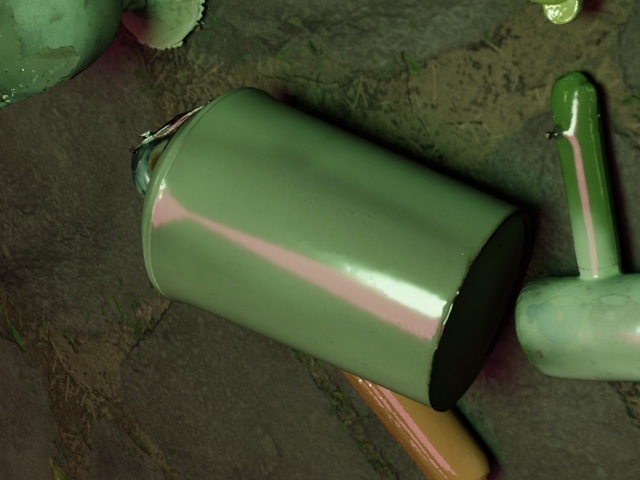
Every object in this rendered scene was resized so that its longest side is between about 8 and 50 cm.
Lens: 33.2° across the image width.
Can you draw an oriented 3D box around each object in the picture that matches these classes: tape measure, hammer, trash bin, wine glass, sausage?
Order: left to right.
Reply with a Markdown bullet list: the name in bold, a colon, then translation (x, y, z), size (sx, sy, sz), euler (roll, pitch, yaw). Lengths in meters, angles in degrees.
- **wine glass**: translation (-0.312, -0.286, 1.308), size (0.190, 0.357, 0.190), euler (15, 120, 29)
- **tape measure**: translation (-0.177, -0.116, 1.447), size (0.180, 0.104, 0.107), euler (-26, 90, 43)
- **trash bin**: translation (0.000, 0.000, 1.259), size (0.432, 0.280, 0.280), euler (24, 123, 24)
- **sausage**: translation (0.111, 0.210, 1.390), size (0.289, 0.086, 0.086), euler (52, 132, 8)
- **hammer**: translation (0.292, -0.012, 1.143), size (0.206, 0.119, 0.336), euler (-5, 101, 37)

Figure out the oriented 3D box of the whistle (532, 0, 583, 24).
- **whistle**: translation (0.179, -0.327, 1.074), size (0.288, 0.106, 0.131), euler (36, 121, 19)
